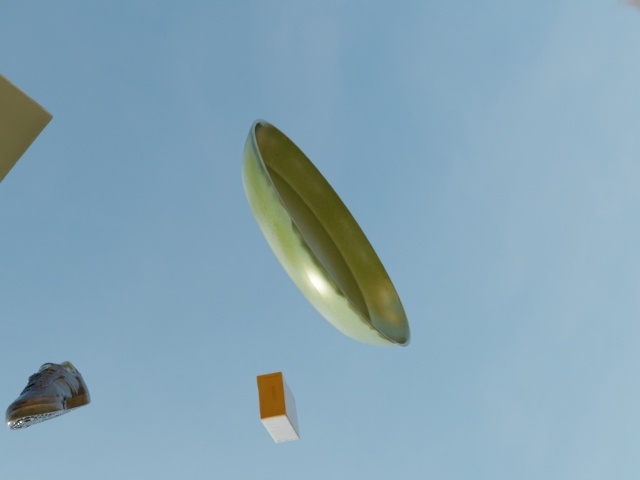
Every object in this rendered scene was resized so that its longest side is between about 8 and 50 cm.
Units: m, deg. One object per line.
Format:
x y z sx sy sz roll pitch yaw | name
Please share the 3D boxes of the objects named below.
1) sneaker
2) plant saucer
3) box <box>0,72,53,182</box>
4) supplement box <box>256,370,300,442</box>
-0.361 0.197 0.962 0.066 0.188 0.071 -23 -98 -1 | sneaker
0.000 0.000 0.669 0.037 0.241 0.241 -35 -49 12 | plant saucer
-0.436 -0.066 0.847 0.094 0.113 0.275 42 -104 -31 | box
-0.056 0.223 0.989 0.098 0.036 0.062 74 -174 -55 | supplement box
